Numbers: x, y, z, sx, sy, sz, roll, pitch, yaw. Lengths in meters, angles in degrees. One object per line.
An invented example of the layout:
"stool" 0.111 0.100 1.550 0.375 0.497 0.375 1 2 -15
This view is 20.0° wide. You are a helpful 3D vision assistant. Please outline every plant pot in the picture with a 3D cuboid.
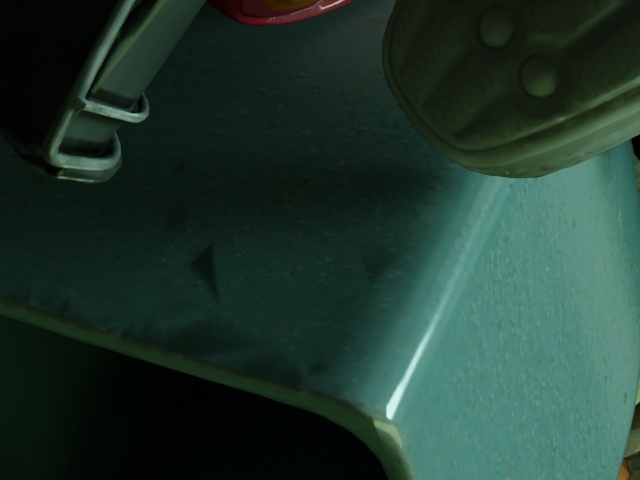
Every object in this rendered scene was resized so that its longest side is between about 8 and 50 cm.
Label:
"plant pot" 0.000 0.000 0.705 0.252 0.247 0.248 -60 148 -27

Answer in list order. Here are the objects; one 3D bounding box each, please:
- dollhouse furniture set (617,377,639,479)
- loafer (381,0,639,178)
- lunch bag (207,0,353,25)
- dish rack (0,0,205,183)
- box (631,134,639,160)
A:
"dollhouse furniture set" 0.066 0.022 0.989 0.135 0.262 0.259 -33 -169 10
"loafer" 0.157 -0.129 0.526 0.319 0.112 0.111 -39 159 10
"lunch bag" 0.070 -0.208 0.544 0.258 0.120 0.293 -28 165 -29
"dish rack" -0.133 -0.114 0.275 0.074 0.208 0.271 -49 160 13
"box" 0.314 -0.055 1.087 0.179 0.312 0.343 -33 165 2
